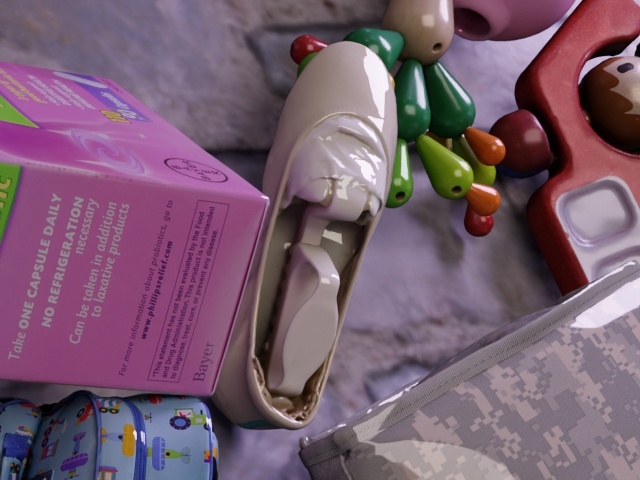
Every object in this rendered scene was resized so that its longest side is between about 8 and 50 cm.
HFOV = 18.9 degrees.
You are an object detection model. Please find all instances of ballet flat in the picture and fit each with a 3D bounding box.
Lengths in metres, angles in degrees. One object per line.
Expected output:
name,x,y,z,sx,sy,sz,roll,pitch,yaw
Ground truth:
ballet flat,0.000,0.000,1.171,0.086,0.086,0.248,16,90,-28

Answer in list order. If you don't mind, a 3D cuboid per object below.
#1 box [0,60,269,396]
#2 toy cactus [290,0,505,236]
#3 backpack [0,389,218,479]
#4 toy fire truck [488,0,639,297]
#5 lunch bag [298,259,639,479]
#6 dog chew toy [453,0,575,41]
box,-0.190,-0.020,1.018,0.243,0.213,0.117,7,107,-32
toy cactus,0.055,-0.104,1.307,0.219,0.112,0.181,23,69,-38
backpack,-0.129,0.152,1.015,0.117,0.173,0.158,20,59,-26
toy fire truck,0.262,-0.053,1.415,0.254,0.169,0.302,-21,80,-21
lunch bag,0.127,0.179,1.187,0.287,0.169,0.235,-24,83,-45
dog chew toy,0.164,-0.285,1.429,0.206,0.206,0.332,33,61,-18
